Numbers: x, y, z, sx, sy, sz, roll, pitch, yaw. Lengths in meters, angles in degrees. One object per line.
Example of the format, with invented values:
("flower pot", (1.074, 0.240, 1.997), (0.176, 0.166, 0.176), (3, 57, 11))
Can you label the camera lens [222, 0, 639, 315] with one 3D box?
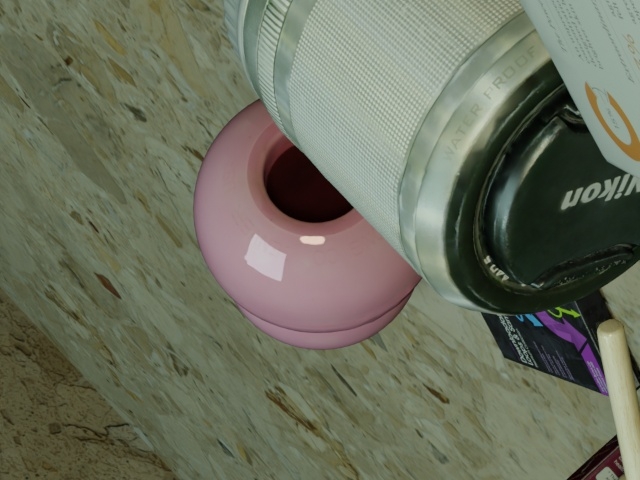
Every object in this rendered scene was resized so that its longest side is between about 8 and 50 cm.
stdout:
("camera lens", (0.091, -0.104, 1.121), (0.274, 0.219, 0.219), (47, 162, 40))

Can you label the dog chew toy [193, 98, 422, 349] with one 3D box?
("dog chew toy", (0.000, 0.000, 1.589), (0.206, 0.206, 0.332), (46, 168, 15))

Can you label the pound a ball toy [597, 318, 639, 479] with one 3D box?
("pound a ball toy", (0.266, 0.086, 1.077), (0.136, 0.208, 0.319), (-102, -4, -47))

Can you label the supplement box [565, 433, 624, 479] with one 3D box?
("supplement box", (0.261, 0.162, 1.292), (0.104, 0.188, 0.081), (49, 161, 6))

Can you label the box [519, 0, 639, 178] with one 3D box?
("box", (0.219, -0.123, 0.803), (0.215, 0.168, 0.345), (60, 174, -22))

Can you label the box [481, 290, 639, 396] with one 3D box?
("box", (0.186, 0.065, 1.524), (0.162, 0.029, 0.116), (19, 143, 58))
